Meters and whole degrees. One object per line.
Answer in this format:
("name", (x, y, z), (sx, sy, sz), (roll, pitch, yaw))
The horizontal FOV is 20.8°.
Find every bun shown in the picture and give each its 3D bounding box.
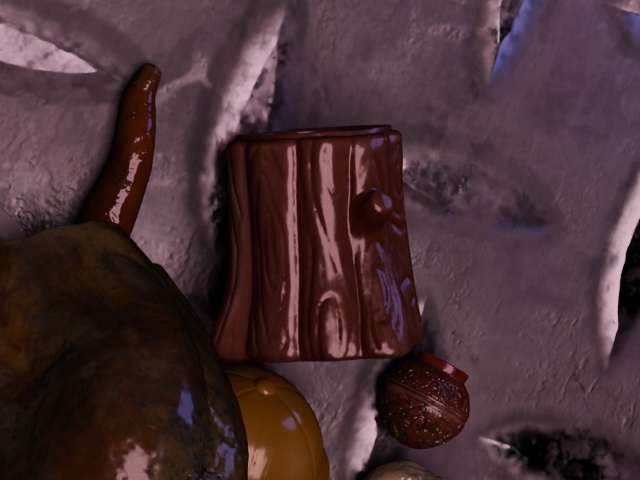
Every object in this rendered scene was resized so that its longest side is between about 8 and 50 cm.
("bun", (0.089, 0.288, 1.858), (0.115, 0.069, 0.115), (0, 95, -1))

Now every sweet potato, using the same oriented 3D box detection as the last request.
("sweet potato", (-0.199, -0.045, 1.705), (0.057, 0.057, 0.264), (23, 86, -23))

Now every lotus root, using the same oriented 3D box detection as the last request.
("lotus root", (-0.194, 0.160, 1.551), (0.250, 0.346, 0.250), (-14, 130, -17))

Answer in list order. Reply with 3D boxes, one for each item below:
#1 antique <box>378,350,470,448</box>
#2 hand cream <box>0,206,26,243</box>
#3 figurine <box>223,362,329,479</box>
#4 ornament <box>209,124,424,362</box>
("antique", (0.108, 0.172, 1.832), (0.104, 0.104, 0.104), (-3, 99, -21))
("hand cream", (-0.444, 0.071, 1.599), (0.185, 0.118, 0.359), (44, 74, -22))
("figurine", (-0.091, 0.250, 1.731), (0.192, 0.167, 0.257), (7, 97, -36))
("ornament", (0.000, 0.000, 1.707), (0.235, 0.221, 0.218), (-7, 96, -29))
